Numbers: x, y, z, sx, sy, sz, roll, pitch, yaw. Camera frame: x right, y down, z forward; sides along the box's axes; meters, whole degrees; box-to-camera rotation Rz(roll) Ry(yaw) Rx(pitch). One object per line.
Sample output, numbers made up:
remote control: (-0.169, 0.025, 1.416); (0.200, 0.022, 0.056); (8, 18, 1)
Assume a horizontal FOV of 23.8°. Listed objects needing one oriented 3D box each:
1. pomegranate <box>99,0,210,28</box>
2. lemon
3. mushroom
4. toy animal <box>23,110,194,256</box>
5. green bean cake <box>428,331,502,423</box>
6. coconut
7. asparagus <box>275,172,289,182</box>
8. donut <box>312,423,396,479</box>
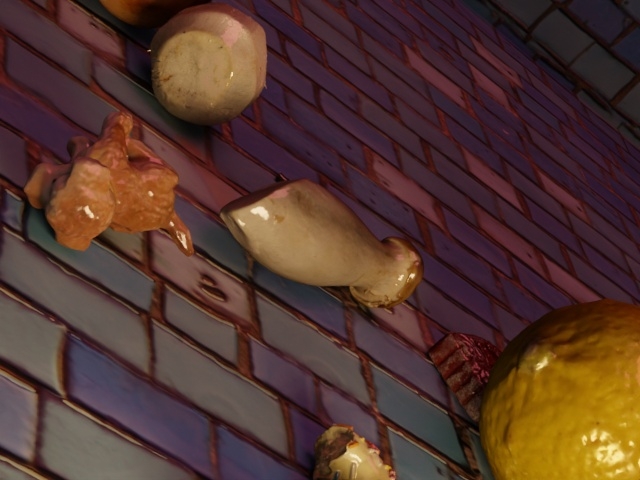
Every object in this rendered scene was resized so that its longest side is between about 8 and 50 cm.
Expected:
pomegranate: (-0.225, -0.389, 2.093); (0.215, 0.215, 0.215); (38, 22, -18)
lemon: (0.361, 0.233, 1.883); (0.336, 0.336, 0.336); (38, 22, -18)
mushroom: (0.000, 0.000, 1.888); (0.350, 0.128, 0.128); (26, 28, -47)
toy animal: (-0.211, -0.030, 1.593); (0.184, 0.104, 0.185); (50, 15, -8)
green bean cake: (0.223, 0.188, 2.060); (0.136, 0.056, 0.135); (15, 37, -53)
coconut: (-0.146, -0.235, 2.017); (0.161, 0.161, 0.162); (46, 18, 0)
asparagus: (-0.002, -0.033, 2.101); (0.163, 0.016, 0.016); (45, 2, 2)
donut: (0.041, 0.267, 1.553); (0.108, 0.065, 0.166); (39, 22, -17)
